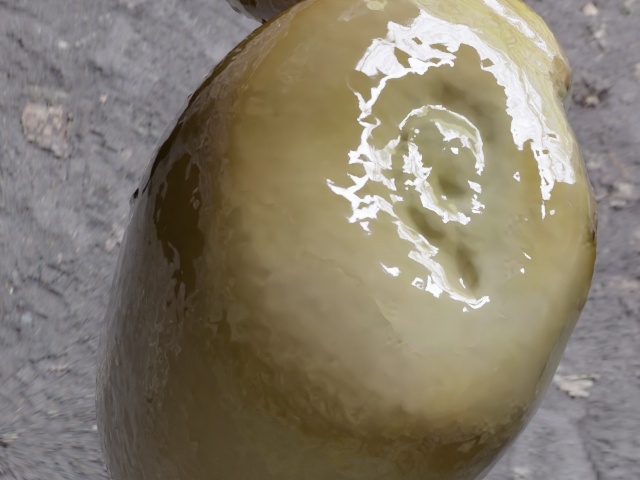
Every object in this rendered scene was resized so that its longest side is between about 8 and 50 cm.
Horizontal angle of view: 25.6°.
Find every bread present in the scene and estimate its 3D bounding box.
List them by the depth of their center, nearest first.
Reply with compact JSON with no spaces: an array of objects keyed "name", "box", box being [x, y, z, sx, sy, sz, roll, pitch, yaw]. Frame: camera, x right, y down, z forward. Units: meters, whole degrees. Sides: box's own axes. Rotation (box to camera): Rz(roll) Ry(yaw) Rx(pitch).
[{"name":"bread","box":[-0.007,0.042,0.897,0.253,0.376,0.348,13,60,-8]}]

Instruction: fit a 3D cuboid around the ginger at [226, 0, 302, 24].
[{"name":"ginger","box":[-0.039,-0.234,1.123,0.363,0.348,0.122,45,83,-17]}]
